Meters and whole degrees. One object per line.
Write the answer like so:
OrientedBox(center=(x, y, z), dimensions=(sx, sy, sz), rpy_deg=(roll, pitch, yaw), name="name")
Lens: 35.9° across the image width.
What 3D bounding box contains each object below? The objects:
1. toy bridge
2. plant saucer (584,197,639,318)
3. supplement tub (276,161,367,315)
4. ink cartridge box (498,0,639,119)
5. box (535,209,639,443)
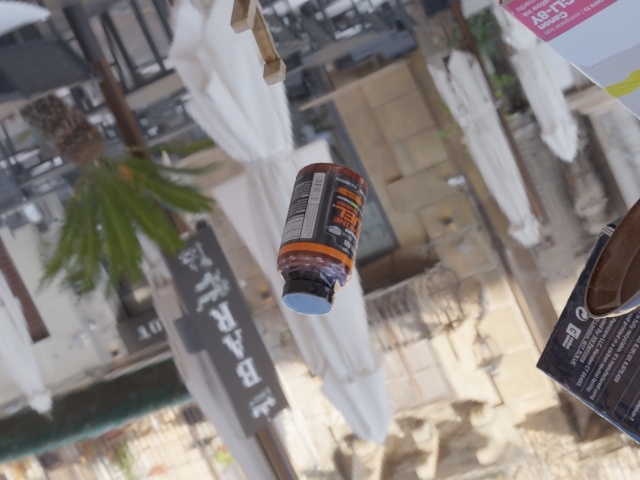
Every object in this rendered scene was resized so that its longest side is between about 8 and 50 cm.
OrientedBox(center=(-0.089, -0.268, 1.161), dimensions=(0.026, 0.188, 0.063), rpy_deg=(-17, -138, 17), name="toy bridge")
OrientedBox(center=(0.357, 0.007, 1.061), dimensions=(0.199, 0.036, 0.198), rpy_deg=(-58, -176, 6), name="plant saucer")
OrientedBox(center=(0.000, 0.000, 1.344), dimensions=(0.106, 0.106, 0.198), rpy_deg=(-18, -129, 45), name="supplement tub")
OrientedBox(center=(0.442, -0.356, 1.396), dimensions=(0.160, 0.384, 0.279), rpy_deg=(-29, -139, 44), name="ink cartridge box")
OrientedBox(center=(0.683, 0.146, 1.524), dimensions=(0.480, 0.471, 0.297), rpy_deg=(-24, 140, -43), name="box")
